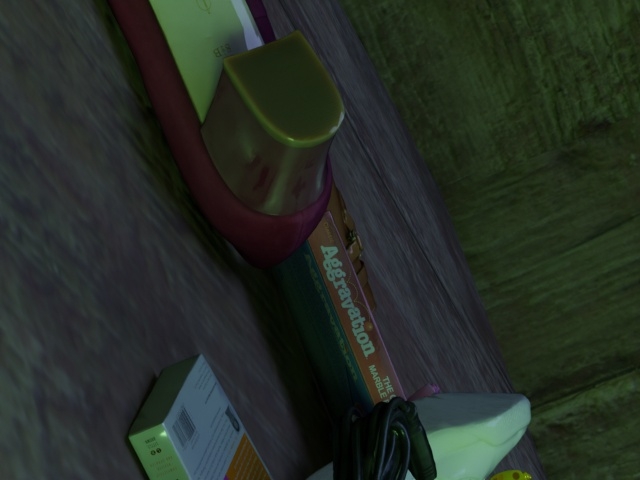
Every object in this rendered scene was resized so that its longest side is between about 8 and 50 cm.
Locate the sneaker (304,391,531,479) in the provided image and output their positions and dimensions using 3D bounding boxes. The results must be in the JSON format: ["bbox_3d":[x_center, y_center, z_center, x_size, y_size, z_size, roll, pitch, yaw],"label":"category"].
[{"bbox_3d":[0.063,0.165,1.047,0.212,0.080,0.094,-26,109,-43],"label":"sneaker"}]

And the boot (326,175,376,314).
[{"bbox_3d":[0.000,0.000,1.313,0.197,0.073,0.152,-44,114,-79],"label":"boot"}]

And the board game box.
[{"bbox_3d":[0.036,0.127,1.170,0.145,0.027,0.281,126,-57,-75],"label":"board game box"}]

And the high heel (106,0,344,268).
[{"bbox_3d":[-0.105,-0.161,1.113,0.377,0.127,0.181,65,-24,23],"label":"high heel"}]

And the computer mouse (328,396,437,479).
[{"bbox_3d":[0.034,0.203,0.857,0.262,0.060,0.184,66,27,-45],"label":"computer mouse"}]

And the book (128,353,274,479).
[{"bbox_3d":[-0.043,0.136,0.800,0.096,0.035,0.144,-69,135,-74],"label":"book"}]

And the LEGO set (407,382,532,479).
[{"bbox_3d":[0.115,0.193,1.253,0.227,0.093,0.087,54,7,20],"label":"LEGO set"}]
